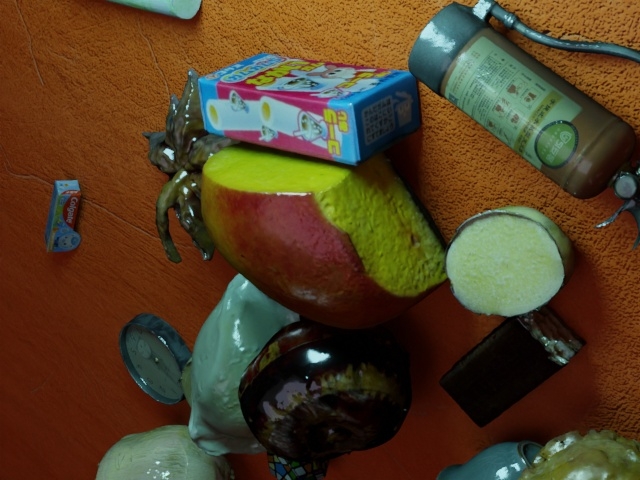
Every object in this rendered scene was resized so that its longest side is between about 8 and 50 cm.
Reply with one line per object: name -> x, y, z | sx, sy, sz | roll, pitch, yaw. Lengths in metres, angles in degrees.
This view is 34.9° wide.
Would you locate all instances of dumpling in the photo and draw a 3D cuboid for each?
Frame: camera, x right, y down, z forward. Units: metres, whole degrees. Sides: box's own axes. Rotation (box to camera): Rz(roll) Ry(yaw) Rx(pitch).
dumpling -> -0.138, 0.250, 1.886 | 0.270, 0.212, 0.320 | 43, 138, 20

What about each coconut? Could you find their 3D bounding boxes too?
coconut -> -0.324, 0.545, 2.207 | 0.255, 0.297, 0.297 | -5, 114, 15

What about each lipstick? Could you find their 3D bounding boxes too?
lipstick -> -0.334, -0.438, 1.734 | 0.304, 0.076, 0.076 | 20, 128, 35

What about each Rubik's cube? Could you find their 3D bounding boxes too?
Rubik's cube -> -0.042, 0.414, 1.977 | 0.133, 0.112, 0.133 | 26, 132, 32

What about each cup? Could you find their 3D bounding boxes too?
cup -> 0.303, 0.391, 1.602 | 0.199, 0.199, 0.150 | 43, 119, 15

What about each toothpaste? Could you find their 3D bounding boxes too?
toothpaste -> -0.553, -0.053, 2.219 | 0.193, 0.070, 0.044 | -64, 39, 45

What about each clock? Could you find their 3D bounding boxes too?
clock -> -0.359, 0.264, 2.238 | 0.215, 0.042, 0.215 | 23, 129, 32

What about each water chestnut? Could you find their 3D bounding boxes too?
water chestnut -> 0.007, 0.223, 1.710 | 0.300, 0.300, 0.300 | 24, 130, 32

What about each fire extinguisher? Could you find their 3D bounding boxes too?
fire extinguisher -> 0.294, -0.173, 1.269 | 0.376, 0.113, 0.200 | 42, 137, 16

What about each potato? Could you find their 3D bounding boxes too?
potato -> 0.275, 0.028, 1.447 | 0.200, 0.081, 0.164 | -21, 91, 46

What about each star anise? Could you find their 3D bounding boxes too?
star anise -> -0.229, -0.117, 1.794 | 0.349, 0.109, 0.292 | -37, 63, 51

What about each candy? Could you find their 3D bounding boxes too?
candy -> -0.021, -0.203, 1.520 | 0.306, 0.157, 0.100 | 15, 124, 38

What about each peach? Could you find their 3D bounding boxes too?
peach -> 0.000, 0.000, 1.561 | 0.380, 0.242, 0.306 | 13, 135, 33

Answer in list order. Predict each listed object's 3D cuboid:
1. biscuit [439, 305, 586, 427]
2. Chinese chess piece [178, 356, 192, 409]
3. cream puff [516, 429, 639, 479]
biscuit -> 0.286, 0.184, 1.542 | 0.106, 0.070, 0.252 | 47, 139, 9
Chinese chess piece -> -0.201, 0.307, 2.084 | 0.188, 0.083, 0.188 | 22, 126, 33
cream puff -> 0.422, 0.424, 1.432 | 0.343, 0.231, 0.327 | -10, 94, 2
